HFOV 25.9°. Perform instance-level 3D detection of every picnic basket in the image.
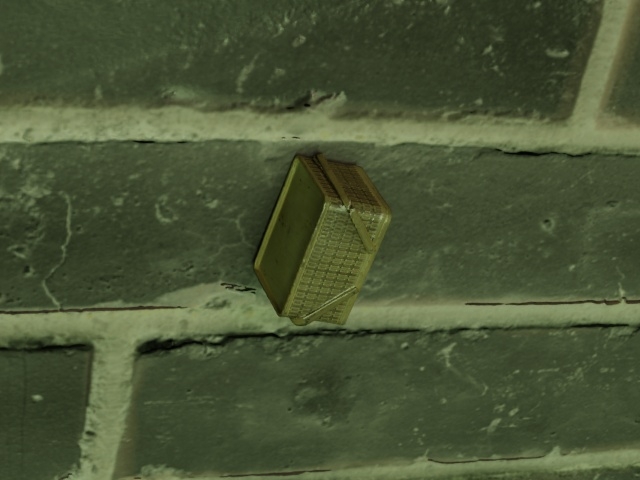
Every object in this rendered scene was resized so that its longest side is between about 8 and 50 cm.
[{"bbox_3d":[0.000,0.000,1.482,0.079,0.115,0.164,10,118,-25],"label":"picnic basket"}]
